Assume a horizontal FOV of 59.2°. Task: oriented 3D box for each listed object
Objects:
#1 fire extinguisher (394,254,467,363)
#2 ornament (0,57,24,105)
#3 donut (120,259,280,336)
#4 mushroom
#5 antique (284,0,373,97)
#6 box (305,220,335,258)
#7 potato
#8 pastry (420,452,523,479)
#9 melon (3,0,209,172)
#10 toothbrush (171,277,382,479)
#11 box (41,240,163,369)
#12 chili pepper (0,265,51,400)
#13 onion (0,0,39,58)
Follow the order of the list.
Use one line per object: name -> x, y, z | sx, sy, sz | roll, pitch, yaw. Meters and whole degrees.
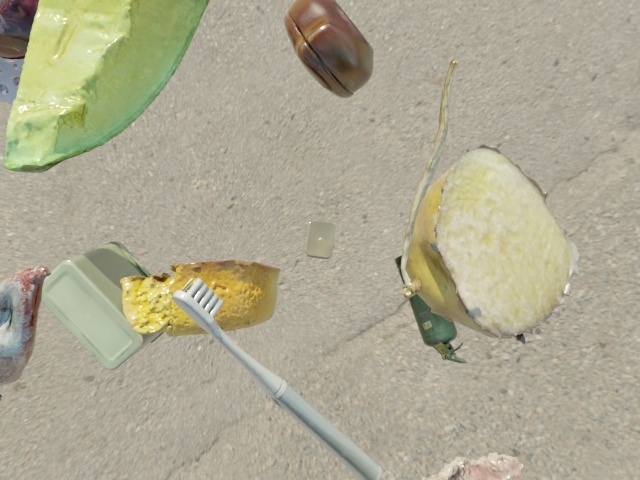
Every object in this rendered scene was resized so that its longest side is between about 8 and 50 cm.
fire extinguisher -> 0.296, 0.179, 1.490 | 0.095, 0.114, 0.311 | -6, 75, -48
ornament -> -0.867, -0.550, 1.652 | 0.239, 0.239, 0.240 | 30, 121, -14
donut -> -0.280, 0.154, 1.443 | 0.377, 0.435, 0.164 | 1, 81, -35
mushroom -> 0.124, -0.064, 0.661 | 0.028, 0.026, 0.286 | 6, 107, -2
antique -> 0.020, -0.415, 1.192 | 0.129, 0.278, 0.223 | -38, 104, 17
box -> 0.000, 0.000, 1.872 | 0.091, 0.031, 0.126 | 6, 69, 1
potato -> 0.247, 0.022, 0.965 | 0.288, 0.237, 0.301 | -32, 91, -27
pastry -> 0.109, 0.307, 0.586 | 0.265, 0.112, 0.103 | -8, 76, -42
melon -> -0.241, -0.218, 0.597 | 0.196, 0.124, 0.324 | 20, 90, 14
toothbrush -> -0.029, 0.159, 0.570 | 0.342, 0.025, 0.030 | 53, 56, -28
box -> -0.647, 0.194, 1.759 | 0.177, 0.344, 0.352 | -41, 94, 8
chili pepper -> -0.259, 0.078, 0.462 | 0.050, 0.041, 0.153 | 24, 123, -20
onion -> -0.746, -0.534, 1.353 | 0.206, 0.216, 0.207 | 42, 95, -7
